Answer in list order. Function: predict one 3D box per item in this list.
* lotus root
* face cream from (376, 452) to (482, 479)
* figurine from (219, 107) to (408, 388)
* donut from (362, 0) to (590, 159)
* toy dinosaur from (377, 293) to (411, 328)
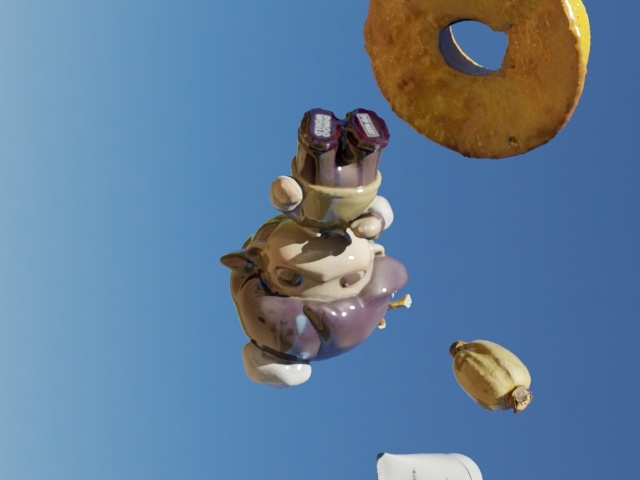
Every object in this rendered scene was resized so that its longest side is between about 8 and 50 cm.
[{"bbox_3d":[0.203,0.160,1.862,0.150,0.073,0.062,40,-18,53],"label":"lotus root"},{"bbox_3d":[0.126,0.329,2.047,0.314,0.089,0.143,2,87,-66],"label":"face cream"},{"bbox_3d":[0.010,0.011,2.023,0.206,0.218,0.365,63,-28,26],"label":"figurine"},{"bbox_3d":[0.209,-0.255,2.019,0.110,0.302,0.303,-39,151,-52],"label":"donut"},{"bbox_3d":[0.050,0.084,2.302,0.212,0.142,0.057,-30,113,-70],"label":"toy dinosaur"}]
